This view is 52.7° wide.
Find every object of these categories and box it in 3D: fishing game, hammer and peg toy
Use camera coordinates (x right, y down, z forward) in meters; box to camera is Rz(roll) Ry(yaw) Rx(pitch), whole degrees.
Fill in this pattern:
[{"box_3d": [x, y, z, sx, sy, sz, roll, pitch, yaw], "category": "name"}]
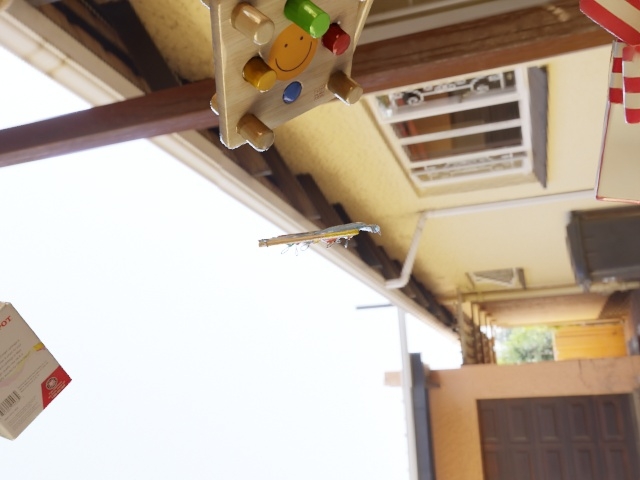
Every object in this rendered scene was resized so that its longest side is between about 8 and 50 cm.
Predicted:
[{"box_3d": [0.000, 0.000, 0.980, 0.264, 0.189, 0.041, -141, 43, -88], "category": "fishing game"}, {"box_3d": [-0.004, -0.301, 0.977, 0.361, 0.127, 0.266, -32, -31, -28], "category": "hammer and peg toy"}]

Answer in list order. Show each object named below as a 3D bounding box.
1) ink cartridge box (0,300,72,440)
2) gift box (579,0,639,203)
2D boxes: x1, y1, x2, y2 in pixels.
[{"box_3d": [-0.491, 0.197, 0.993, 0.127, 0.072, 0.175, -51, -52, -39], "category": "ink cartridge box"}, {"box_3d": [0.351, -0.169, 0.534, 0.258, 0.254, 0.277, -40, -52, -61], "category": "gift box"}]
